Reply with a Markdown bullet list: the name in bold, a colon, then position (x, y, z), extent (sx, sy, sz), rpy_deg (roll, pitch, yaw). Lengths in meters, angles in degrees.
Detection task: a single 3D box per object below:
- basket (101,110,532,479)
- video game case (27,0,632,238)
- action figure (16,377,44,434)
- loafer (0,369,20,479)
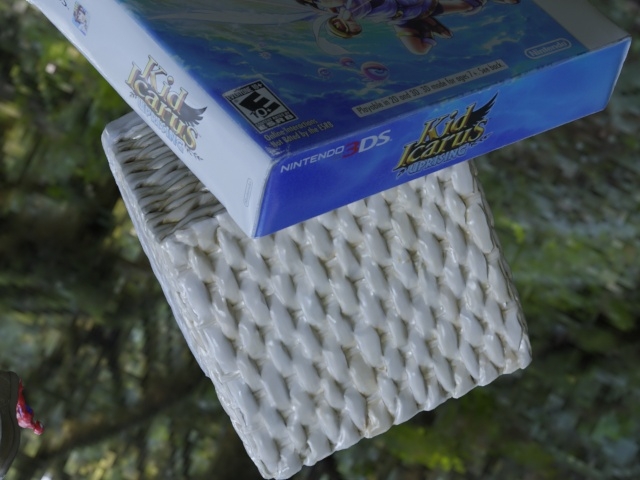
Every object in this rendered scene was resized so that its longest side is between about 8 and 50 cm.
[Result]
- **basket**: position (0.000, 0.000, 1.617), extent (0.266, 0.328, 0.331), rpy_deg (-124, 11, -59)
- **video game case**: position (0.001, -0.134, 0.939), extent (0.270, 0.061, 0.244), rpy_deg (-21, -129, -34)
- **action figure**: position (-0.368, 0.184, 1.929), extent (0.115, 0.030, 0.038), rpy_deg (53, 146, 2)
- **loafer**: position (-0.362, 0.201, 1.780), extent (0.050, 0.056, 0.148), rpy_deg (19, -145, -25)
